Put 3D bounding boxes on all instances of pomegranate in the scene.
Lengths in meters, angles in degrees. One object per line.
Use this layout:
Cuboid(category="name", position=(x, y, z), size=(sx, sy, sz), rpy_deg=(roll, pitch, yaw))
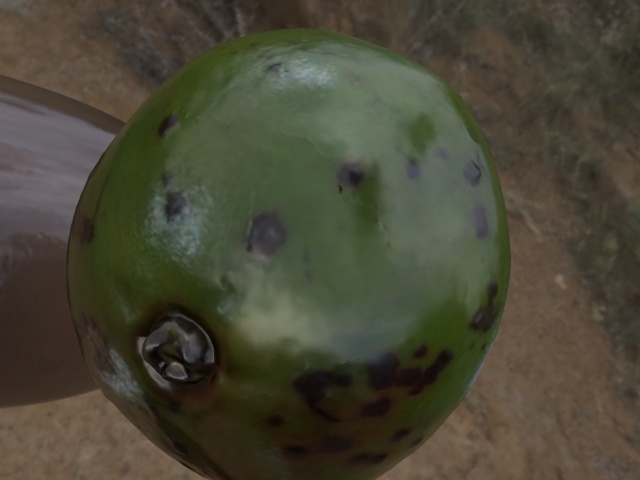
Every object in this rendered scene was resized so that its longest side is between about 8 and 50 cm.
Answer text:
Cuboid(category="pomegranate", position=(0.000, 0.000, 0.514), size=(0.202, 0.202, 0.248), rpy_deg=(47, 37, 7))

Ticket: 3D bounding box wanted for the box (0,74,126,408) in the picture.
Cuboid(category="box", position=(-0.270, 0.006, 1.007), size=(0.216, 0.301, 0.301), rpy_deg=(11, 47, -39))
